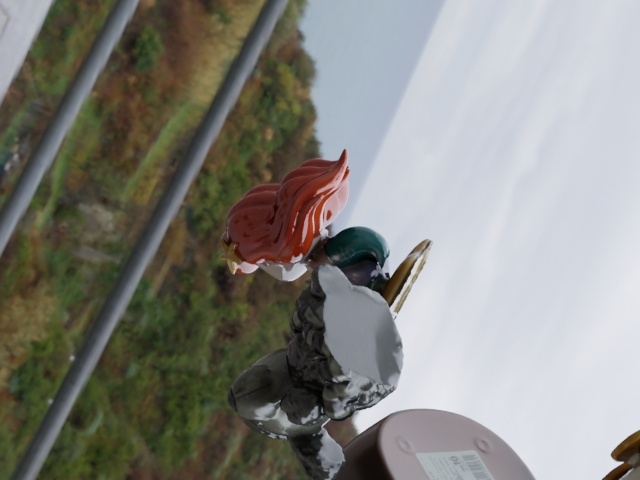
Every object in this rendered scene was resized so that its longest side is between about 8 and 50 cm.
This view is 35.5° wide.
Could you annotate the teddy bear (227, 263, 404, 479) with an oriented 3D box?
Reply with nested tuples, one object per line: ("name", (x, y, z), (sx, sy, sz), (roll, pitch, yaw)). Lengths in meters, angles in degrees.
("teddy bear", (-0.015, 0.170, 1.102), (0.144, 0.171, 0.251), (1, 137, -44))

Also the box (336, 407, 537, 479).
("box", (0.127, 0.355, 1.212), (0.216, 0.301, 0.301), (-58, -178, 26))

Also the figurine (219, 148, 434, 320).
("figurine", (0.003, -0.002, 1.291), (0.181, 0.257, 0.208), (-59, 171, -19))

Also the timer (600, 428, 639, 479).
("timer", (0.501, 0.393, 1.384), (0.233, 0.240, 0.233), (-23, 147, -16))
